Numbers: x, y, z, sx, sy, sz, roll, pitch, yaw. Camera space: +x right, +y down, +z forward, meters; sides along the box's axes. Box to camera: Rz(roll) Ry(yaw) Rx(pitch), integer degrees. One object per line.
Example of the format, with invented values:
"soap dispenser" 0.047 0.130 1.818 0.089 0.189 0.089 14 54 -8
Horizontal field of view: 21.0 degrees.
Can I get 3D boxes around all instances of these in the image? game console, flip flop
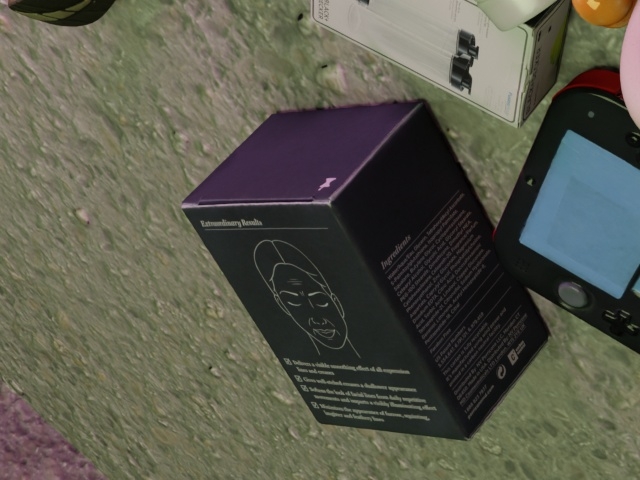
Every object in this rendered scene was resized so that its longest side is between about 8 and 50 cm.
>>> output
"game console" 0.383 -0.001 2.002 0.342 0.060 0.386 35 148 13
"flip flop" -0.316 -0.367 2.314 0.112 0.080 0.277 16 148 -35

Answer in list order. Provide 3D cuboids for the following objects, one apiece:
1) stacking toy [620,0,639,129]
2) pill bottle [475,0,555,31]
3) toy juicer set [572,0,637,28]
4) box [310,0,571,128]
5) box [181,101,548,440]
"stacking toy" 0.535 -0.113 1.543 0.480 0.350 0.350 37 152 -23
"pill bottle" 0.133 -0.370 1.728 0.318 0.176 0.176 50 147 -12
"toy juicer set" 0.234 -0.347 1.616 0.089 0.209 0.329 1 130 36
"box" 0.130 -0.264 1.933 0.290 0.087 0.169 30 149 21
"box" 0.060 0.041 2.259 0.293 0.212 0.395 1 130 48
